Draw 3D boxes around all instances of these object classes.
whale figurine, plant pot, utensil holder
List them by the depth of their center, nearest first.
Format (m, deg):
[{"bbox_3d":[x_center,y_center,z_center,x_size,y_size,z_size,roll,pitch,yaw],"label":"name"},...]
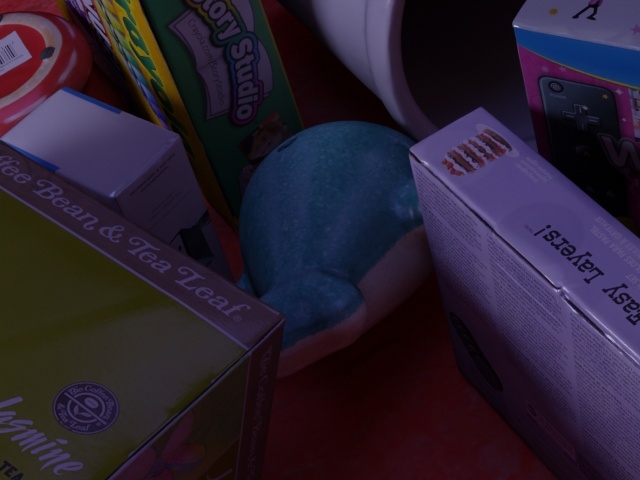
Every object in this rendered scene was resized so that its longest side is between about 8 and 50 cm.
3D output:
[{"bbox_3d":[0.000,0.000,0.998,0.216,0.141,0.272,-28,11,24],"label":"whale figurine"},{"bbox_3d":[0.102,-0.293,1.172,0.327,0.327,0.385,-30,45,-10],"label":"utensil holder"},{"bbox_3d":[-0.263,-0.095,1.215,0.191,0.174,0.191,-8,49,10],"label":"plant pot"}]

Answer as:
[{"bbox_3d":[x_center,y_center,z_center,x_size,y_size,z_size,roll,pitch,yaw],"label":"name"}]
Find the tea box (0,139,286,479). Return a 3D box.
[{"bbox_3d":[-0.250,0.123,0.854,0.329,0.220,0.323,31,48,22],"label":"tea box"}]

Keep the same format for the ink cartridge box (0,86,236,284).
[{"bbox_3d":[-0.160,-0.014,1.093,0.139,0.191,0.082,24,59,34],"label":"ink cartridge box"}]

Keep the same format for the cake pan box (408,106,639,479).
[{"bbox_3d":[0.169,0.077,0.865,0.070,0.246,0.267,-33,47,-11],"label":"cake pan box"}]

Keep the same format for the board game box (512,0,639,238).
[{"bbox_3d":[0.264,-0.043,0.901,0.224,0.303,0.097,17,56,30],"label":"board game box"}]

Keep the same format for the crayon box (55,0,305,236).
[{"bbox_3d":[-0.158,-0.226,1.165,0.106,0.363,0.313,-33,47,-12],"label":"crayon box"}]
